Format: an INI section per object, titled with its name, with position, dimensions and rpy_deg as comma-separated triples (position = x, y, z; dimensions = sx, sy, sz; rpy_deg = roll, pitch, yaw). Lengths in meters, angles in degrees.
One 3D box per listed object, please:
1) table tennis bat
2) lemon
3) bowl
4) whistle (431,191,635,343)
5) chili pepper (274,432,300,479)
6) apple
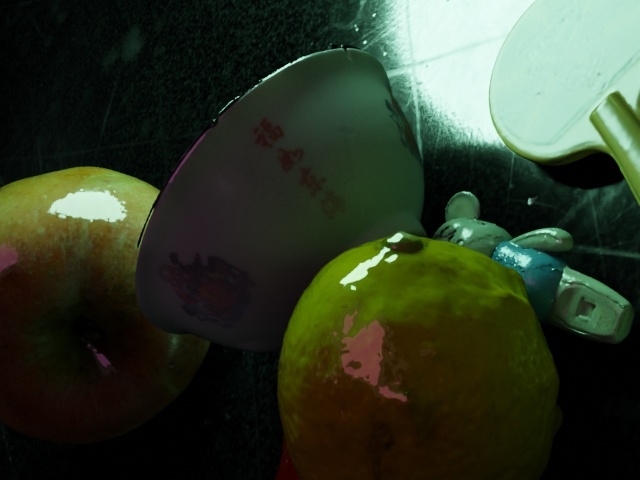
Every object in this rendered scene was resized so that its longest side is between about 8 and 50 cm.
[table tennis bat]
position = 0.254, -0.128, 0.971
dimensions = 0.198, 0.050, 0.321
rpy_deg = -45, 39, 24
[lemon]
position = 0.078, 0.128, 0.888
dimensions = 0.233, 0.233, 0.288
rpy_deg = 13, 116, 52
[bowl]
position = 0.000, 0.000, 1.044
dimensions = 0.157, 0.345, 0.345
rpy_deg = 41, 107, 24
[whistle]
position = 0.175, 0.034, 0.959
dimensions = 0.235, 0.077, 0.114
rpy_deg = 27, 103, 50
[chili pepper]
position = -0.015, 0.240, 1.092
dimensions = 0.070, 0.073, 0.123
rpy_deg = 89, -166, -75
[apple]
position = -0.288, 0.068, 1.314
dimensions = 0.338, 0.338, 0.305
rpy_deg = -58, 19, 12
